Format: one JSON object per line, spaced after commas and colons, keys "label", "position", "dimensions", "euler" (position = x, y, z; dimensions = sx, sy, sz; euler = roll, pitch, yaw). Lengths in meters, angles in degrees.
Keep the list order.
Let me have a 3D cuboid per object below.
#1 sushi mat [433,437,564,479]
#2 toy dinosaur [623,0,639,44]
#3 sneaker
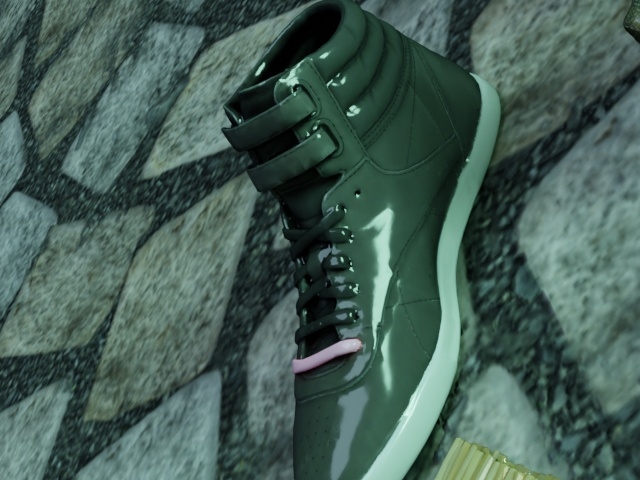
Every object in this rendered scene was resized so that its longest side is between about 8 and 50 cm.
{"label": "sushi mat", "position": [0.025, 0.236, 0.638], "dimensions": [0.317, 0.019, 0.151], "euler": [-61, 28, -7]}
{"label": "toy dinosaur", "position": [0.184, -0.157, 0.650], "dimensions": [0.313, 0.121, 0.160], "euler": [31, 90, 38]}
{"label": "sneaker", "position": [0.000, 0.000, 0.803], "dimensions": [0.104, 0.147, 0.296], "euler": [-22, 44, 47]}
